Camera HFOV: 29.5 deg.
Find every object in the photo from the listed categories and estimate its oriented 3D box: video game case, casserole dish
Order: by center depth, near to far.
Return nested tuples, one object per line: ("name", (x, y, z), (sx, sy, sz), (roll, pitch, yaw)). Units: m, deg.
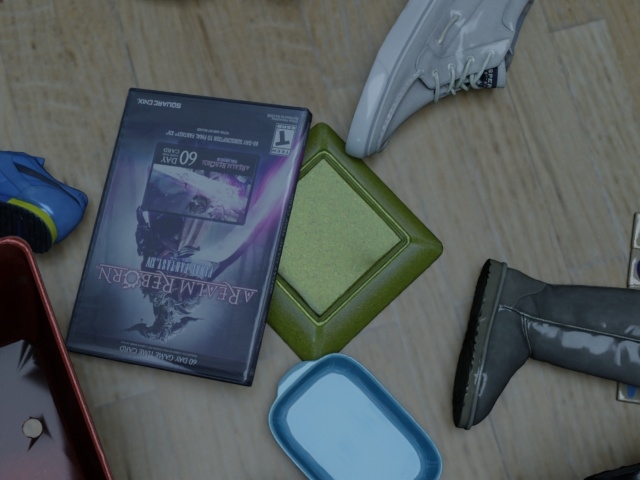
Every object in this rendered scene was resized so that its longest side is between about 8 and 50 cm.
("casserole dish", (0.033, 0.197, 1.187), (0.114, 0.037, 0.188), (-43, 86, -10))
("video game case", (-0.129, -0.009, 1.188), (0.196, 0.026, 0.274), (9, 77, 18))

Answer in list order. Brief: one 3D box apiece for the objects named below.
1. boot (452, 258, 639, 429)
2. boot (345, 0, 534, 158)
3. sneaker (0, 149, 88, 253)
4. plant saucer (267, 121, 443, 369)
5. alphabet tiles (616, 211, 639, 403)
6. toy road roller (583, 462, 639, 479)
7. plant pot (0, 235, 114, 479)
("boot", (0.247, 0.119, 1.201), (0.208, 0.076, 0.190), (17, 79, -4))
("boot", (0.129, -0.179, 1.232), (0.123, 0.095, 0.258), (26, 78, 8))
("sneaker", (-0.329, -0.062, 1.203), (0.209, 0.069, 0.082), (26, 46, 10))
("plant saucer", (0.000, 0.000, 1.216), (0.188, 0.045, 0.188), (-43, 85, -10))
("alphabet tiles", (0.430, 0.084, 1.251), (0.237, 0.009, 0.198), (9, 79, -2))
("toy road roller", (0.309, 0.296, 1.133), (0.329, 0.240, 0.203), (-4, 77, -43))
("plant pot", (-0.323, 0.182, 1.063), (0.267, 0.236, 0.267), (-20, 81, -7))
